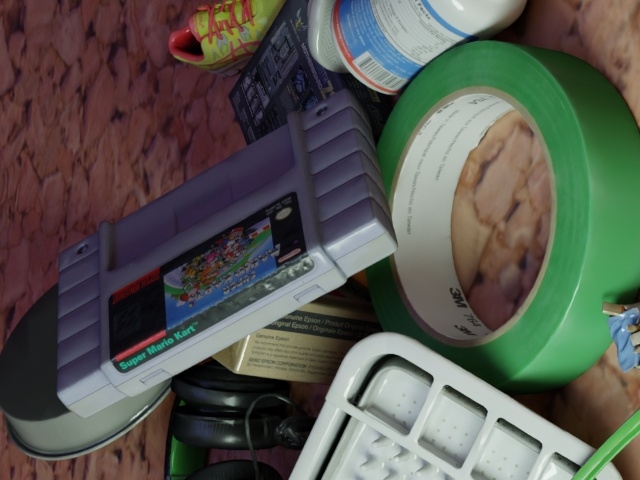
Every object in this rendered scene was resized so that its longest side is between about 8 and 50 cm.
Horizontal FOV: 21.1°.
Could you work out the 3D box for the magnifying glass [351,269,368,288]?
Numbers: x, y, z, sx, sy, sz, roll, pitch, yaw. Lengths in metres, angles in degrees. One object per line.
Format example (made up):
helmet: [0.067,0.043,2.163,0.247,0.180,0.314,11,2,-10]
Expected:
magnifying glass: [0.000,0.000,1.767,0.231,0.026,0.092,34,126,25]

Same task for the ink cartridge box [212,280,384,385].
ink cartridge box: [-0.054,0.069,1.765,0.235,0.193,0.088,29,106,52]

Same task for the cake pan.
cake pan: [-0.273,0.128,2.053,0.293,0.054,0.293,-23,38,20]

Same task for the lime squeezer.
lime squeezer: [0.319,0.125,1.335,0.310,0.059,0.110,-16,87,41]

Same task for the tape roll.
tape roll: [0.162,-0.020,1.568,0.321,0.077,0.321,-11,77,55]

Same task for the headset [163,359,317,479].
headset: [-0.069,0.242,1.857,0.394,0.185,0.243,138,132,-64]

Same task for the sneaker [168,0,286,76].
sneaker: [-0.100,-0.244,1.957,0.208,0.094,0.081,-31,60,48]

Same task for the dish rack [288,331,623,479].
dish rack: [0.101,0.272,1.526,0.286,0.072,0.332,31,107,19]

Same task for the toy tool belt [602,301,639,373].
toy tool belt: [0.263,0.089,1.429,0.052,0.051,0.083,-43,53,45]

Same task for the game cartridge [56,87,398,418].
game cartridge: [-0.101,0.010,1.648,0.355,0.068,0.230,-29,32,14]

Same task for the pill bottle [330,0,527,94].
pill bottle: [0.117,-0.234,1.616,0.221,0.124,0.124,-31,61,48]

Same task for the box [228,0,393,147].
box: [-0.007,-0.131,1.837,0.183,0.059,0.232,-55,45,40]

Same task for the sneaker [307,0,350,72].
sneaker: [0.026,-0.320,1.785,0.169,0.108,0.292,19,92,56]
